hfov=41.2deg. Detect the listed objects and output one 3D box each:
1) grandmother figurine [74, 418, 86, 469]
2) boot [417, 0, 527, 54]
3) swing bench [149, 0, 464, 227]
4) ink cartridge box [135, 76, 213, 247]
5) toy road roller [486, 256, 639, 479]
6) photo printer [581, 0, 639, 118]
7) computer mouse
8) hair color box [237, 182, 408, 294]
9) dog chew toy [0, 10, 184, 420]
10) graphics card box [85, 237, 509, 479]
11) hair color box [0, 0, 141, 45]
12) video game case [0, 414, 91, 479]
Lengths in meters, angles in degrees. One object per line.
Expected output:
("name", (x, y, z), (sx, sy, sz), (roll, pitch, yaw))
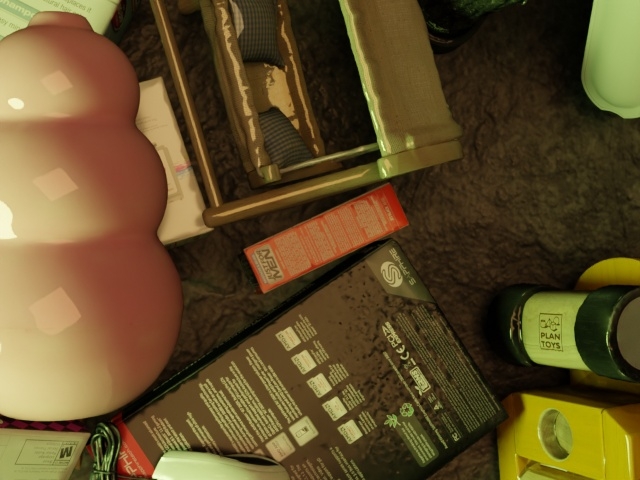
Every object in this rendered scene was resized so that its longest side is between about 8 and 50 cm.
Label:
("grandmother figurine", (-0.402, 0.142, 0.816), (0.343, 0.104, 0.207), (2, 85, -11))
("boot", (0.204, -0.368, 0.877), (0.131, 0.260, 0.347), (20, 83, -8))
("swing bench", (-0.010, -0.168, 0.832), (0.255, 0.165, 0.253), (-16, 92, 9))
("ink cartridge box", (-0.159, -0.052, 0.865), (0.067, 0.115, 0.198), (-18, 90, -10))
("toy road roller", (0.334, 0.182, 0.898), (0.241, 0.202, 0.329), (0, 88, -24))
("photo printer", (0.376, -0.293, 0.888), (0.107, 0.307, 0.256), (28, 67, 23))
("computer mouse", (-0.120, 0.229, 0.796), (0.193, 0.042, 0.105), (6, 84, -9))
("hair color box", (0.000, 0.000, 0.901), (0.167, 0.093, 0.053), (-24, 90, -10))
("dog chew toy", (-0.220, -0.023, 0.722), (0.207, 0.206, 0.331), (0, 95, -10))
("graphics card box", (-0.019, 0.190, 0.885), (0.371, 0.094, 0.232), (-34, 92, -10))
("hair color box", (-0.331, -0.164, 0.844), (0.185, 0.113, 0.374), (26, 83, -8))
("video game case", (-0.341, 0.235, 0.722), (0.232, 0.042, 0.210), (18, 103, -48))
